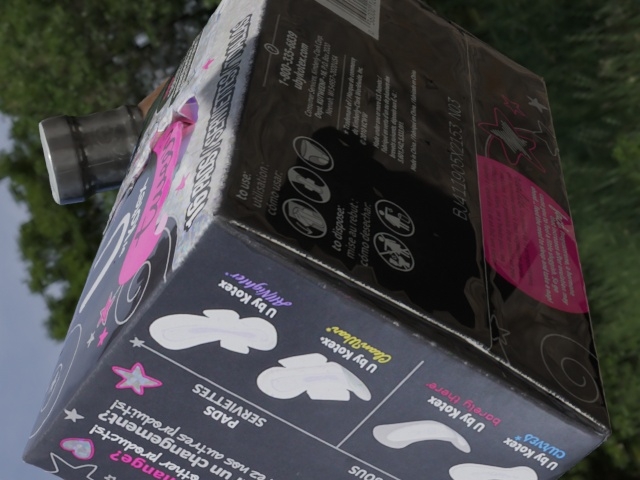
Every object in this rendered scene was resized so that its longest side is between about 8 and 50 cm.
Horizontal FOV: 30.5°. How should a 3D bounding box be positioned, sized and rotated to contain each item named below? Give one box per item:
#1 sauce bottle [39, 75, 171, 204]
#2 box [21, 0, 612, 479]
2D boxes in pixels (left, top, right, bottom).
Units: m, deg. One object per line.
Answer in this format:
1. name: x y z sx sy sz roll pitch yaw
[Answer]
1. sauce bottle: -0.056 -0.101 0.974 0.111 0.344 0.111 167 90 -74
2. box: 0.000 0.000 0.494 0.163 0.142 0.247 29 -147 -17
